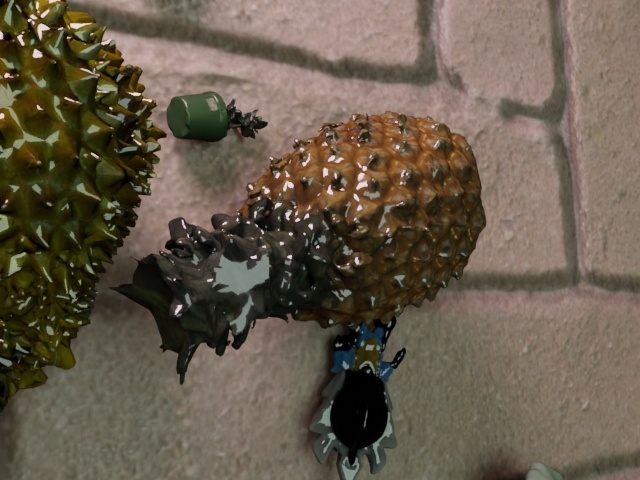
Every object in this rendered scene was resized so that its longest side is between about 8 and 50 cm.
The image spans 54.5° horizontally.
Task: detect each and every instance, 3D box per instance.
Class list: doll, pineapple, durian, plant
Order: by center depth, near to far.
[{"bbox_3d":[-0.242,-0.044,0.430,0.258,0.258,0.293,20,86,-26],"label":"durian"},{"bbox_3d":[0.000,0.000,0.532,0.362,0.202,0.202,-26,96,-52],"label":"pineapple"},{"bbox_3d":[-0.101,-0.124,0.624,0.102,0.051,0.051,-10,88,-43],"label":"plant"},{"bbox_3d":[0.039,0.167,0.650,0.095,0.070,0.195,15,68,-11],"label":"doll"}]

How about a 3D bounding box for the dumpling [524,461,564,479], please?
[{"bbox_3d":[0.249,0.429,0.665,0.211,0.270,0.321,29,80,0],"label":"dumpling"}]
